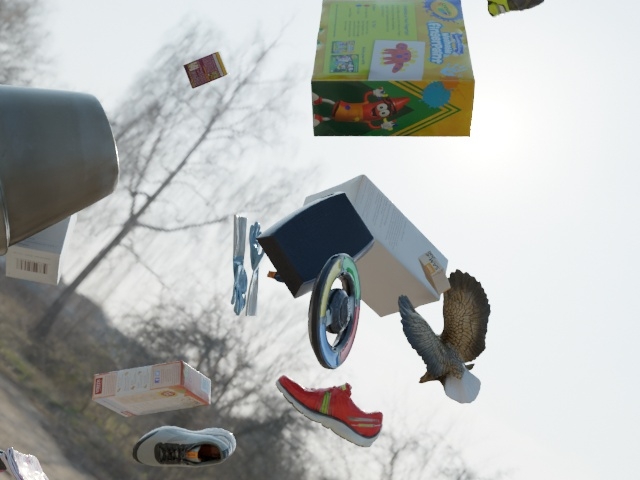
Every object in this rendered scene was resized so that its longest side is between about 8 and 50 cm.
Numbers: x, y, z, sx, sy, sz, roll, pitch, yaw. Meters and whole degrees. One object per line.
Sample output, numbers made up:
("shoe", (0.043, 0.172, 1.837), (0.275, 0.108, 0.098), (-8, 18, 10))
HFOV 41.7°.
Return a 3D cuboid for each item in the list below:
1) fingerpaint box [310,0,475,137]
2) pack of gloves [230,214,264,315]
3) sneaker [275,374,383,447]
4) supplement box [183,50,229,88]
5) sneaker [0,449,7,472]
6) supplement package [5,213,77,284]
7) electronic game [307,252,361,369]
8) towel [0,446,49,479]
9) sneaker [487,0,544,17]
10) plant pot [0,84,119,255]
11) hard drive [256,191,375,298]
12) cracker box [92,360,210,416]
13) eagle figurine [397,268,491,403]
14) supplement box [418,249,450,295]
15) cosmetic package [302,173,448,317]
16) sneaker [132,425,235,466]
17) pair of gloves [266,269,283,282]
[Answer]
("fingerpaint box", (0.175, -0.431, 2.064), (0.370, 0.445, 0.163), (0, -51, 3))
("pack of gloves", (-0.158, 0.063, 1.965), (0.046, 0.232, 0.195), (1, -4, 12))
("sneaker", (0.025, 0.385, 2.014), (0.278, 0.118, 0.107), (28, -6, 10))
("supplement box", (-0.243, -0.364, 1.791), (0.043, 0.083, 0.055), (-88, 158, -77))
("sneaker", (-0.770, 0.450, 1.868), (0.178, 0.072, 0.077), (26, 31, -8))
("supplement package", (-0.555, -0.018, 1.680), (0.105, 0.179, 0.105), (11, -42, -12))
("electronic game", (0.033, 0.139, 1.648), (0.048, 0.229, 0.229), (4, -30, 23))
("towel", (-0.585, 0.500, 1.737), (0.144, 0.029, 0.197), (51, -11, 16))
("sneaker", (0.413, -0.608, 1.714), (0.121, 0.300, 0.111), (5, 8, 20))
("plant pot", (-0.525, -0.149, 1.498), (0.323, 0.280, 0.323), (40, -41, 48))
("hard drive", (0.000, 0.000, 1.833), (0.172, 0.254, 0.054), (58, -37, 1))
("cracker box", (-0.395, 0.351, 1.978), (0.232, 0.067, 0.156), (-11, -29, 14))
("eagle figurine", (0.314, 0.254, 2.165), (0.225, 0.226, 0.298), (8, -48, 15))
("supplement box", (0.267, 0.076, 1.958), (0.062, 0.036, 0.098), (56, -3, 36))
("cosmetic package", (0.140, 0.024, 2.224), (0.217, 0.156, 0.385), (-19, -49, 39))
("sneaker", (-0.363, 0.547, 2.206), (0.271, 0.100, 0.108), (-5, 6, 3))
("pair of gloves", (-0.078, 0.063, 1.927), (0.074, 0.083, 0.010), (14, -34, 10))
